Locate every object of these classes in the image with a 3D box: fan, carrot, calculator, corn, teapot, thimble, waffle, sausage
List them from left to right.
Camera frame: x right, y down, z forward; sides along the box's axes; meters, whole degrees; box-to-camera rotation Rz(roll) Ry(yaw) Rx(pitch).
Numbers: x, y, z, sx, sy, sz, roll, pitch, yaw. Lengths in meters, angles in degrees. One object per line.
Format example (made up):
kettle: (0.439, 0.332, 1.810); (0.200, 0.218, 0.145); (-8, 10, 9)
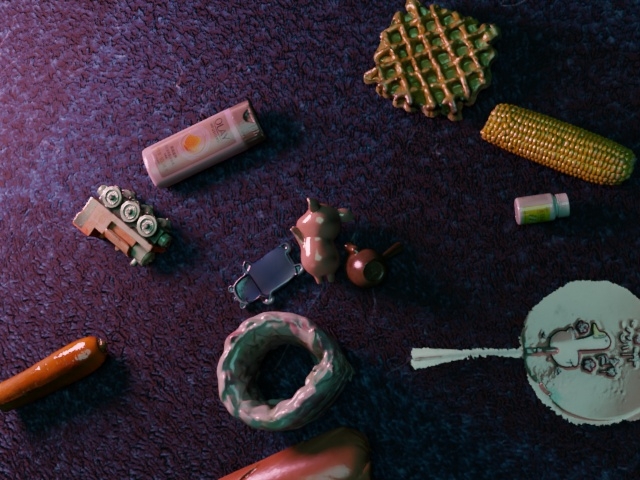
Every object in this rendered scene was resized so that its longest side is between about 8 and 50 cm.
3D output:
carrot: (-0.485, 0.241, 1.244); (0.225, 0.067, 0.067); (-27, 73, 6)
calculator: (-0.098, 0.066, 1.228); (0.141, 0.019, 0.094); (-35, 72, 3)
sausage: (-0.055, 0.398, 1.088); (0.305, 0.121, 0.121); (-26, 73, 6)
thimble: (-0.054, 0.214, 1.118); (0.211, 0.149, 0.185); (-8, 73, 9)
teapot: (0.093, 0.029, 1.168); (0.110, 0.080, 0.085); (-30, 102, -10)
waffle: (0.203, -0.319, 1.237); (0.224, 0.054, 0.203); (26, 84, 18)
fan: (0.355, 0.179, 1.110); (0.415, 0.012, 0.232); (-1, 76, 9)
corn: (0.397, -0.160, 1.145); (0.249, 0.081, 0.081); (24, 83, 16)

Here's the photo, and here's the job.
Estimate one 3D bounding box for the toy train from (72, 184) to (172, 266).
toy train: (-0.362, -0.024, 1.280); (0.176, 0.074, 0.118); (38, 97, 12)

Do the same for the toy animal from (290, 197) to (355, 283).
toy animal: (0.004, 0.000, 1.190); (0.089, 0.083, 0.150); (1, 94, 35)

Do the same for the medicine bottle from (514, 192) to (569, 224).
medicine bottle: (0.369, -0.054, 1.143); (0.083, 0.047, 0.047); (-7, 76, 10)

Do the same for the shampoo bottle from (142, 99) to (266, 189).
shampoo bottle: (-0.219, -0.180, 1.289); (0.228, 0.056, 0.086); (-24, 75, 5)
